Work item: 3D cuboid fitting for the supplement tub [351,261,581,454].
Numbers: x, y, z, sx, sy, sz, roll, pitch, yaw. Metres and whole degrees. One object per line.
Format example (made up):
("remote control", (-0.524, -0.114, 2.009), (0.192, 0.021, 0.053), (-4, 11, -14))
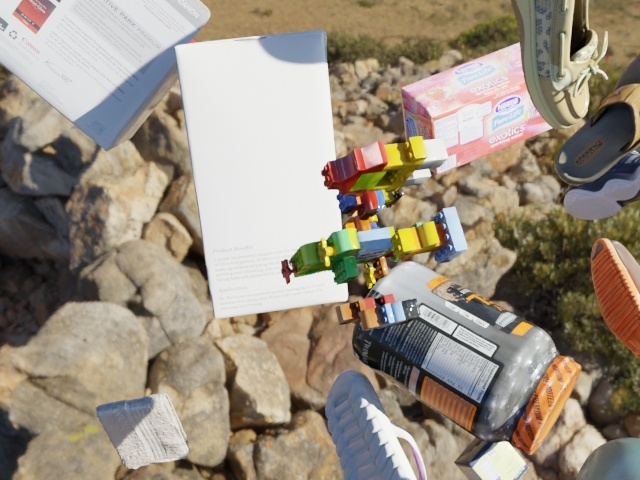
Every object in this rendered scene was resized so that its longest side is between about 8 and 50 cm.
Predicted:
("supplement tub", (0.238, 0.192, 1.116), (0.338, 0.207, 0.207), (30, 54, 28))

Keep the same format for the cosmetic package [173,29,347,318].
("cosmetic package", (-0.079, -0.094, 0.931), (0.197, 0.365, 0.155), (-6, 14, -7))

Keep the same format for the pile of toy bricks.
("pile of toy bricks", (0.021, 0.010, 0.519), (0.105, 0.212, 0.118), (-9, 75, -16))

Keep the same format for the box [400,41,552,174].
("box", (0.335, -0.282, 1.407), (0.300, 0.154, 0.142), (-23, 44, -9))

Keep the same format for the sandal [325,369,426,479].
("sandal", (0.115, 0.379, 1.073), (0.102, 0.169, 0.416), (10, 39, -26))

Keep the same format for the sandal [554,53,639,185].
("sandal", (0.391, -0.162, 0.874), (0.090, 0.219, 0.060), (53, 29, 20))

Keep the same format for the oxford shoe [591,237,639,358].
("oxford shoe", (0.633, 0.148, 1.248), (0.133, 0.130, 0.363), (-17, 66, -8))

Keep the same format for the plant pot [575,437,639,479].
("plant pot", (0.571, 0.470, 1.185), (0.290, 0.290, 0.195), (-6, 30, 4))

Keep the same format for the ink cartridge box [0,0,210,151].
("ink cartridge box", (-0.348, -0.344, 1.015), (0.272, 0.309, 0.130), (-45, 11, 16))

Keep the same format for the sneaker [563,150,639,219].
("sneaker", (0.562, -0.138, 1.176), (0.269, 0.101, 0.153), (-16, 49, 36))

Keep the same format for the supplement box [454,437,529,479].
("supplement box", (0.295, 0.387, 1.153), (0.083, 0.056, 0.083), (-40, 91, -22))

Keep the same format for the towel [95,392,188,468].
("towel", (-0.462, 0.509, 1.762), (0.187, 0.282, 0.049), (-11, 41, -1))

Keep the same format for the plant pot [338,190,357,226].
("plant pot", (-0.038, -0.029, 1.182), (0.236, 0.032, 0.236), (-15, 52, 19))

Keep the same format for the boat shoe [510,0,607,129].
("boat shoe", (0.291, -0.252, 0.793), (0.089, 0.285, 0.104), (2, 50, 35))
